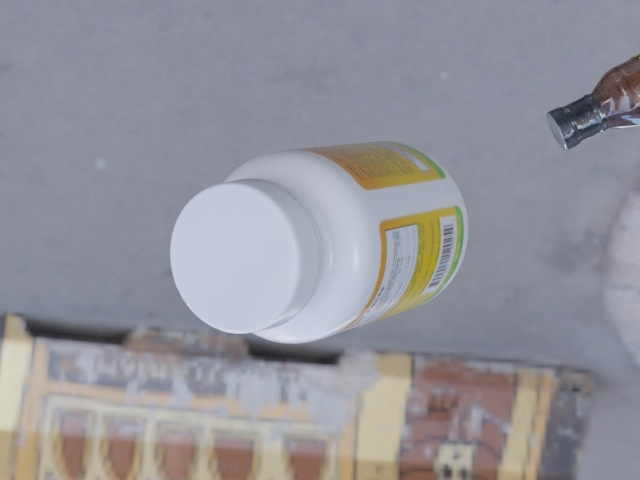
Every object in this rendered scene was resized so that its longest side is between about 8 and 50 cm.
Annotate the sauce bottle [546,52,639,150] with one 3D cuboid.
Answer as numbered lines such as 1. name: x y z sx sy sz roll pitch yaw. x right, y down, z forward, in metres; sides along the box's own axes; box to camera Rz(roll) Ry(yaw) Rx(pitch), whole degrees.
1. sauce bottle: 0.196 -0.092 0.879 0.128 0.042 0.042 -26 158 1

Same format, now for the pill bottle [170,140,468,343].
1. pill bottle: 0.000 0.000 1.076 0.136 0.136 0.246 -8 -178 29
